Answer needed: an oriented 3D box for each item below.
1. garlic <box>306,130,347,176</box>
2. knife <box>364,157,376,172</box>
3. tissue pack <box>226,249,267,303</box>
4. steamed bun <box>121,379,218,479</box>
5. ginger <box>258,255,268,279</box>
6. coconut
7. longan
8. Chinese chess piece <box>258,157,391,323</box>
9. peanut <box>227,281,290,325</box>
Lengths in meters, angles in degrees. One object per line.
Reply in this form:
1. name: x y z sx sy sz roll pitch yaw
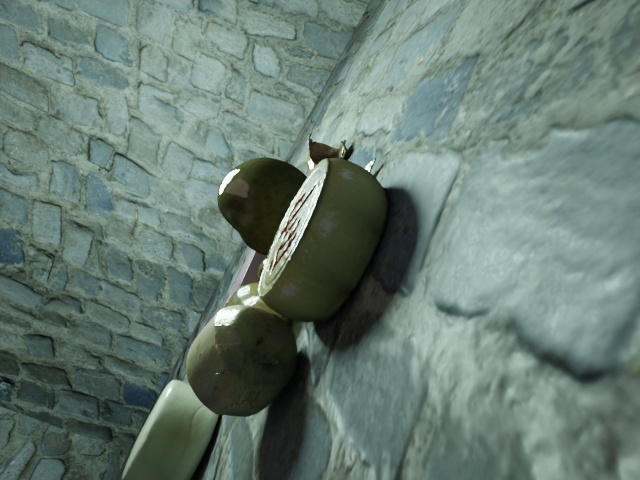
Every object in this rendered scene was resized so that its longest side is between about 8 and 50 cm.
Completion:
1. garlic: 0.005 -0.196 1.171 0.174 0.099 0.124 -86 12 -59
2. knife: 0.031 -0.034 0.905 0.297 0.017 0.047 -57 20 22
3. tissue pack: -0.154 0.070 1.246 0.246 0.093 0.148 -68 13 -21
4. steamed bun: -0.327 0.445 1.038 0.241 0.147 0.164 -67 10 -24
5. ginger: -0.091 0.063 0.923 0.096 0.067 0.165 -23 12 24
6. coconut: -0.130 0.200 0.746 0.182 0.171 0.170 -53 16 27
7. longan: -0.123 -0.084 1.103 0.246 0.246 0.214 -91 10 -64
8. Chinese chess piece: 0.000 0.000 0.754 0.269 0.112 0.270 -58 14 23
9. peanut: -0.121 0.142 0.949 0.236 0.120 0.110 171 92 -67
